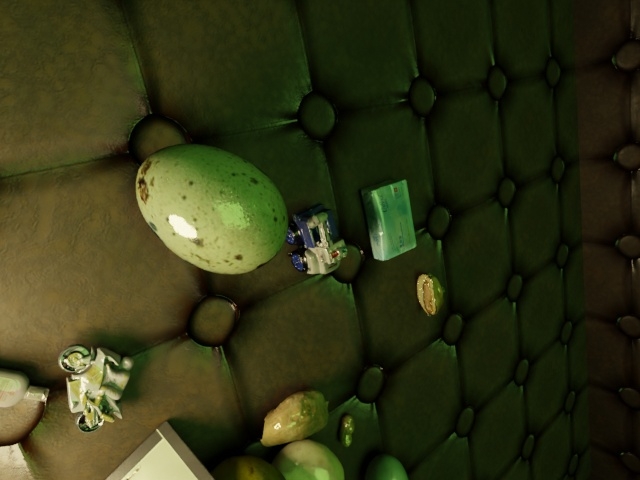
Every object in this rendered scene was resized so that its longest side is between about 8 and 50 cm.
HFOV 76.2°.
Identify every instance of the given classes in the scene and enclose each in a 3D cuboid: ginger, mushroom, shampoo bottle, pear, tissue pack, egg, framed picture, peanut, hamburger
[{"bbox_3d":[-0.072,0.554,1.291,0.267,0.152,0.137,-11,73,-29],"label":"ginger"},{"bbox_3d":[-0.039,0.746,1.307,0.246,0.202,0.245,2,103,8],"label":"mushroom"},{"bbox_3d":[-0.685,0.320,0.885,0.165,0.040,0.079,27,79,-35],"label":"shampoo bottle"},{"bbox_3d":[-0.203,0.734,1.116,0.253,0.307,0.252,3,85,-37],"label":"pear"},{"bbox_3d":[0.251,-0.077,1.466,0.177,0.089,0.263,-22,107,-29],"label":"tissue pack"},{"bbox_3d":[-0.255,-0.073,0.991,0.380,0.288,0.287,24,82,-24],"label":"egg"},{"bbox_3d":[0.250,0.922,1.538,0.168,0.168,0.230,-11,98,-34],"label":"egg"},{"bbox_3d":[-0.380,0.663,0.995,0.265,0.347,0.016,-44,156,-23],"label":"framed picture"},{"bbox_3d":[0.095,0.687,1.472,0.054,0.054,0.113,11,86,-36],"label":"peanut"},{"bbox_3d":[0.448,0.208,1.649,0.102,0.087,0.175,-20,99,-45],"label":"hamburger"}]

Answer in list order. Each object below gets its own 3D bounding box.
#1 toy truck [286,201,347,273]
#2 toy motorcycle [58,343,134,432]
[{"bbox_3d":[0.000,0.000,1.246,0.161,0.177,0.213,-28,110,-31],"label":"toy truck"},{"bbox_3d":[-0.525,0.340,0.982,0.152,0.073,0.224,-15,104,-36],"label":"toy motorcycle"}]
